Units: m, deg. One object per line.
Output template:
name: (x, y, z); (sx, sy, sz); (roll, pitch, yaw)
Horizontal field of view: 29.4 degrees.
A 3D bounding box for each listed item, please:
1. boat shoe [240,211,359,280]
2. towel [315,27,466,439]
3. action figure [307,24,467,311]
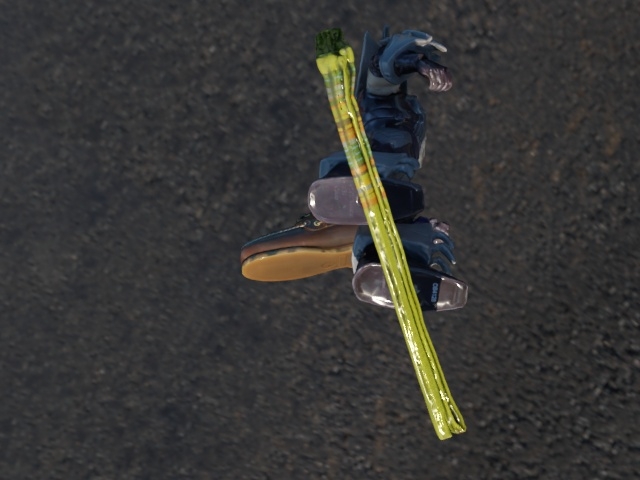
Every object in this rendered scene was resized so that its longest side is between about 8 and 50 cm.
boat shoe: (0.000, 0.000, 1.475); (0.073, 0.207, 0.073); (114, 146, -59)
towel: (0.041, -0.007, 0.716); (0.021, 0.237, 0.102); (-17, 17, 6)
action figure: (0.058, -0.055, 0.932); (0.099, 0.185, 0.285); (-6, 26, 9)
